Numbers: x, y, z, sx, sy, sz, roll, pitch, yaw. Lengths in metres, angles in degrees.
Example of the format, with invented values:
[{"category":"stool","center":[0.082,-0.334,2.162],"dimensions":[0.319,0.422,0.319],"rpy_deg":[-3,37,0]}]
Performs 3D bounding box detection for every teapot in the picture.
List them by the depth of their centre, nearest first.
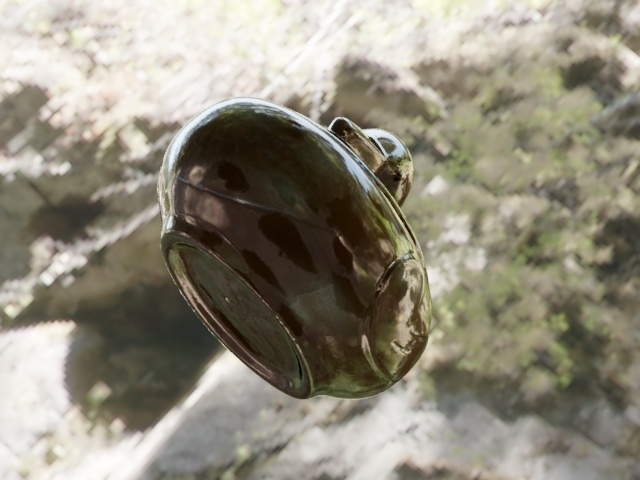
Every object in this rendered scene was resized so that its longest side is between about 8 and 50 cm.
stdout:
[{"category":"teapot","center":[0.000,0.000,0.546],"dimensions":[0.098,0.078,0.129],"rpy_deg":[34,-21,29]}]
